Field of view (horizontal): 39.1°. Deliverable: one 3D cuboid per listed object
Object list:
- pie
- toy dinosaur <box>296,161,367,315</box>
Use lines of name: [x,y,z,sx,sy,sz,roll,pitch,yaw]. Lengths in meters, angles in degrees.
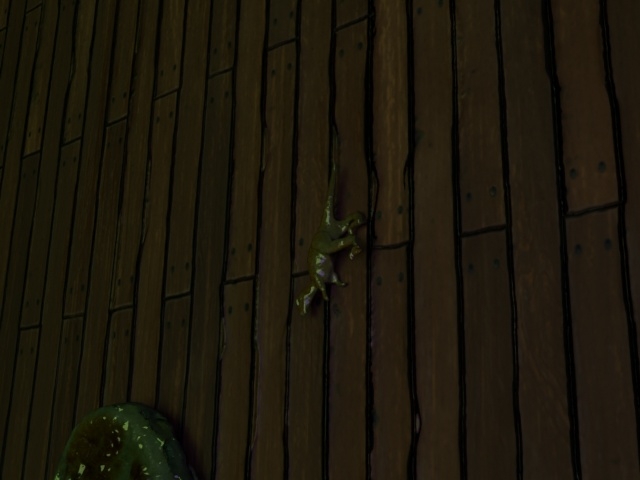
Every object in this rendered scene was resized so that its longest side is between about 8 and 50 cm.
pie: [-0.274,0.364,1.218,0.302,0.067,0.303,-15,65,37]
toy dinosaur: [0.000,0.000,1.121,0.126,0.039,0.162,-39,52,27]
